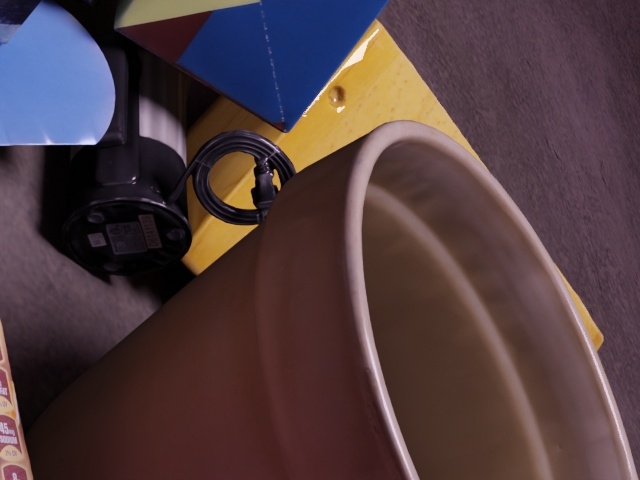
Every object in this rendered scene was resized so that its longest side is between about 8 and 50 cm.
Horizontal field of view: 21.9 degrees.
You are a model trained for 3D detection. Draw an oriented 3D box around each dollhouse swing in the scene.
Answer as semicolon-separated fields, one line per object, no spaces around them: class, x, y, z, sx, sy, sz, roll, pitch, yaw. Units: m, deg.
dollhouse swing;0.000;0.000;1.331;0.315;0.305;0.347;-50;123;-17

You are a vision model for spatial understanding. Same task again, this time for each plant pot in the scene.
plant pot;-0.010;0.131;0.932;0.323;0.280;0.323;44;33;-40

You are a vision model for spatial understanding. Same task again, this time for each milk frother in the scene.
milk frother;-0.093;-0.064;1.082;0.143;0.129;0.134;5;54;-12

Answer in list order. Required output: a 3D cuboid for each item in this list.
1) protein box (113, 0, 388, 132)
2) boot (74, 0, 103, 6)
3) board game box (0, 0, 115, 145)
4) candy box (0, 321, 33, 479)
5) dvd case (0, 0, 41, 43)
protein box;-0.024;-0.218;1.098;0.136;0.200;0.201;31;22;-19
boot;-0.207;-0.325;1.060;0.118;0.223;0.338;129;-31;-80
board game box;-0.209;-0.098;0.993;0.169;0.033;0.133;-3;54;-34
candy box;-0.252;-0.003;0.795;0.183;0.087;0.316;16;55;-58
dvd case;-0.218;-0.142;0.935;0.119;0.087;0.013;6;65;-33
